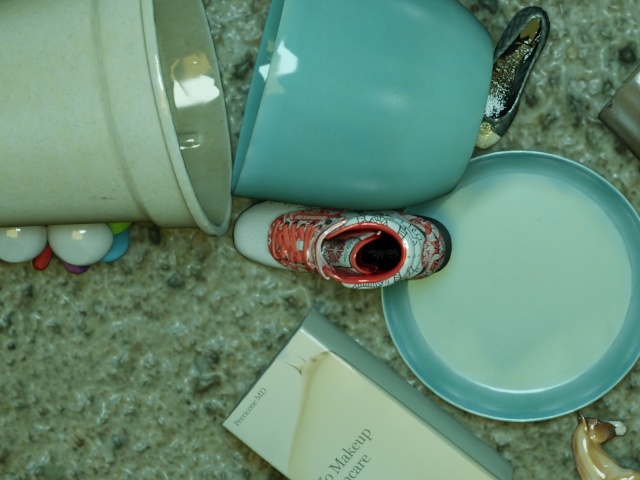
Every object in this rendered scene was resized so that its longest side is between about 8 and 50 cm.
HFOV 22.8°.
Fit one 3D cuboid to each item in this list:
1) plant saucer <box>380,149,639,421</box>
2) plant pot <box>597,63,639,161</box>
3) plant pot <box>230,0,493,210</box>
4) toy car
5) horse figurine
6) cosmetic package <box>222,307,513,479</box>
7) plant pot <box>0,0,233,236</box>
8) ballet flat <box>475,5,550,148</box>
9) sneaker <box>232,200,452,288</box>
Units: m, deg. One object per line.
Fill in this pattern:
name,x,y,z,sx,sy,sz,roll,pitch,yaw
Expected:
plant saucer,0.229,0.051,1.840,0.317,0.044,0.317,1,99,7
plant pot,0.403,-0.127,1.734,0.165,0.167,0.167,42,102,6
plant pot,0.050,-0.165,1.713,0.235,0.293,0.293,13,101,-6
toy car,-0.301,-0.020,1.858,0.182,0.159,0.136,2,134,7
horse figurine,0.366,0.343,1.860,0.174,0.066,0.263,8,98,0
cosmetic package,0.058,0.240,1.859,0.309,0.113,0.160,37,102,-1
plant pot,-0.279,-0.143,1.686,0.305,0.334,0.334,-10,98,7
ballet flat,0.208,-0.185,1.799,0.057,0.049,0.173,23,102,4
sneaker,0.001,-0.001,1.783,0.270,0.145,0.090,6,96,22
